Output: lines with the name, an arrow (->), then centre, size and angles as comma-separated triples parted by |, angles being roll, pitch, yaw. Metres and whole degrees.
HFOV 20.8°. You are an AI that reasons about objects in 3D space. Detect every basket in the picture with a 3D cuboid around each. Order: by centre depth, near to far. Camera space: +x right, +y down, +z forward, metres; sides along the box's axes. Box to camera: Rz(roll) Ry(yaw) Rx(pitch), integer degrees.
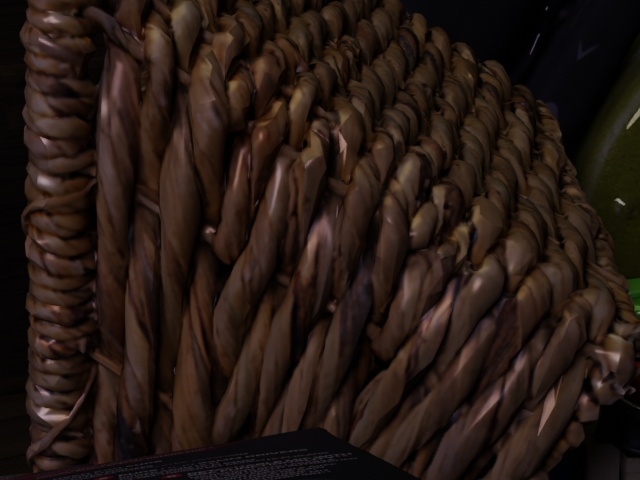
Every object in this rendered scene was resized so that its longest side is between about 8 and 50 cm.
basket -> -0.043, 0.006, 0.650 | 0.213, 0.223, 0.299 | -53, 12, 16

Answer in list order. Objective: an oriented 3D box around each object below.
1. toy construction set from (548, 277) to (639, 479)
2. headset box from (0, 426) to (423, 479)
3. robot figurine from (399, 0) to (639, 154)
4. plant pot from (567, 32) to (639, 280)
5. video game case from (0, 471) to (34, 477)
toy construction set -> 0.180, 0.053, 0.692 | 0.328, 0.151, 0.215 | -17, 24, 7
headset box -> -0.076, 0.115, 0.351 | 0.218, 0.110, 0.293 | -10, 0, -10
robot figurine -> 0.035, -0.121, 0.876 | 0.209, 0.278, 0.173 | 36, -7, -7
plant pot -> 0.229, -0.032, 0.985 | 0.367, 0.366, 0.353 | -10, 11, 1
video game case -> -0.162, 0.175, 1.180 | 0.285, 0.025, 0.204 | -9, 0, 20
